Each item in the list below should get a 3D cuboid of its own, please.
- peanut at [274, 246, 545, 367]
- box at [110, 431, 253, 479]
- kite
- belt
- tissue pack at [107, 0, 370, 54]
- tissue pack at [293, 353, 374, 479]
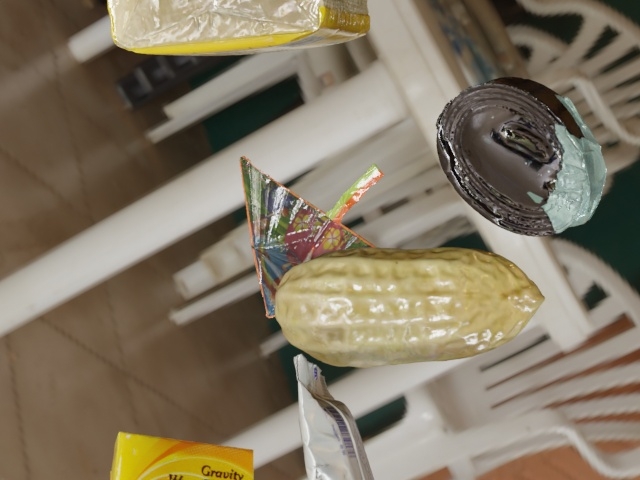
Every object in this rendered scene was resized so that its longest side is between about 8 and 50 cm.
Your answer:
[{"bbox_3d":[0.063,0.049,0.858,0.093,0.194,0.083,104,-17,-54],"label":"peanut"},{"bbox_3d":[-0.145,0.331,1.218,0.152,0.043,0.269,12,51,-16],"label":"box"},{"bbox_3d":[0.000,0.000,1.015,0.190,0.159,0.010,32,1,-11],"label":"kite"},{"bbox_3d":[0.226,-0.093,1.329,0.198,0.151,0.078,47,29,11],"label":"belt"},{"bbox_3d":[-0.099,-0.371,1.650,0.382,0.293,0.228,-34,118,-76],"label":"tissue pack"},{"bbox_3d":[0.021,0.160,0.644,0.122,0.026,0.193,55,19,-76],"label":"tissue pack"}]
